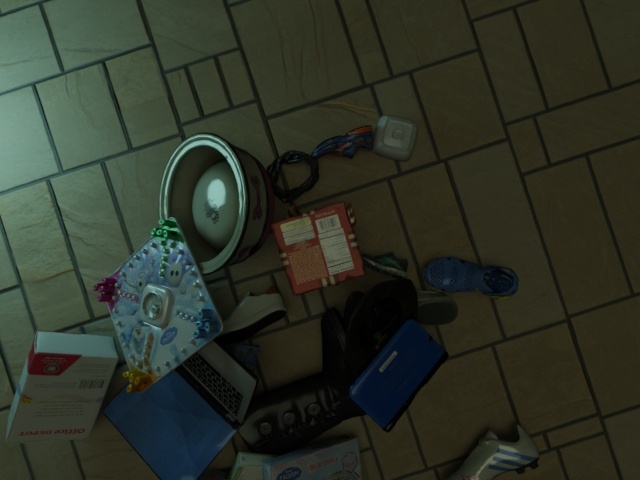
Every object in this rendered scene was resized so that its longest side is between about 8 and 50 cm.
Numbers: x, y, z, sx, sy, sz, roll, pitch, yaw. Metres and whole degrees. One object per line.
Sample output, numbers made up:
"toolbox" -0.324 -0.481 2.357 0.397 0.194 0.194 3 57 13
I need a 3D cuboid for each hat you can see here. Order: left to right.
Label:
"hat" 0.150 0.226 1.236 0.134 0.331 0.331 33 90 44

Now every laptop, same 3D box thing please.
"laptop" -0.428 0.458 1.230 0.382 0.236 0.407 36 130 19

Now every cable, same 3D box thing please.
"cable" -0.091 -0.220 1.376 0.185 0.047 0.150 -36 80 13

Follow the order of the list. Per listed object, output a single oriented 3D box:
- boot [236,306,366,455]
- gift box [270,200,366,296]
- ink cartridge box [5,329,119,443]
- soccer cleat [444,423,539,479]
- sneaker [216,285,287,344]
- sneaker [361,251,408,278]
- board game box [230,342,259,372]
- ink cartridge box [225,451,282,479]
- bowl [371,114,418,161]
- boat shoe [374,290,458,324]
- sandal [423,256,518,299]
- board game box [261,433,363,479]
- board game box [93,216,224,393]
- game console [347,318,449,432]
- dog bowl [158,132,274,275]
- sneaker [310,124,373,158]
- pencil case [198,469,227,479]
"boot" -0.076 0.466 1.344 0.446 0.146 0.366 -24 88 5
"gift box" 0.000 0.000 1.274 0.256 0.258 0.276 -12 90 0
"ink cartridge box" -0.783 0.443 1.272 0.226 0.131 0.306 17 104 -38
"soccer cleat" 0.533 0.706 1.357 0.332 0.116 0.143 -23 74 -2
"sneaker" -0.248 0.246 1.373 0.290 0.106 0.123 -27 56 8
"sneaker" 0.213 0.069 1.380 0.167 0.065 0.076 21 74 -3
"board game box" -0.255 0.387 1.380 0.090 0.020 0.090 12 91 -20
"ink cartridge box" -0.169 0.746 1.314 0.235 0.056 0.171 16 115 -17
"bowl" 0.247 -0.342 1.376 0.142 0.053 0.141 15 89 2
"boat shoe" 0.276 0.213 1.362 0.321 0.103 0.118 -3 106 6
"sandal" 0.489 0.115 1.327 0.318 0.138 0.126 5 81 0
"board game box" -0.008 0.799 1.271 0.319 0.066 0.317 0 79 -32
"board game box" -0.497 0.191 1.231 0.390 0.050 0.389 -38 68 20
"game console" 0.234 0.415 1.276 0.250 0.173 0.293 45 76 -7
"dog bowl" -0.306 -0.105 1.248 0.408 0.150 0.407 1 91 37
"sneaker" 0.074 -0.303 1.365 0.222 0.083 0.087 -19 103 6
"pencil case" -0.341 0.894 1.349 0.124 0.113 0.272 -11 89 -14
